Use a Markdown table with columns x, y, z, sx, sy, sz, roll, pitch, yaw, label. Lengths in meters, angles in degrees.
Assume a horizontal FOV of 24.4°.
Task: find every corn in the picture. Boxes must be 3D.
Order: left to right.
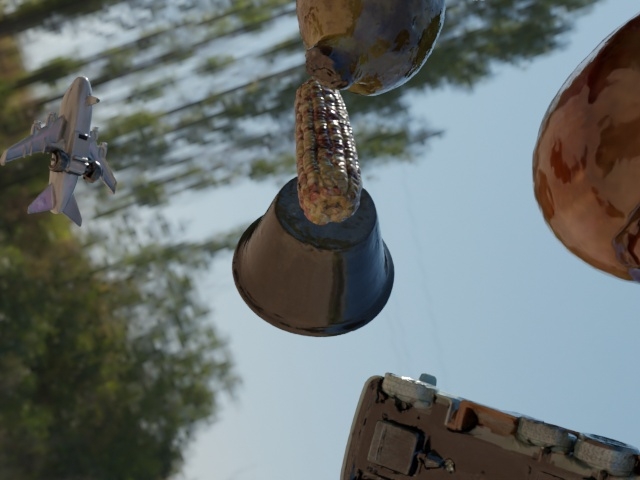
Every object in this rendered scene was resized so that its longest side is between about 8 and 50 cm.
| x | y | z | sx | sy | sz | roll | pitch | yaw | label |
| --- | --- | --- | --- | --- | --- | --- | --- | --- | --- |
| 0.003 | -0.112 | 1.757 | 0.237 | 0.079 | 0.079 | -100 | 180 | -46 | corn |

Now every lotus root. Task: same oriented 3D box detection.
| x | y | z | sx | sy | sz | roll | pitch | yaw | label |
| --- | --- | --- | --- | --- | --- | --- | --- | --- | --- |
| 0.039 | -0.188 | 1.240 | 0.214 | 0.138 | 0.138 | -72 | 157 | -49 | lotus root |

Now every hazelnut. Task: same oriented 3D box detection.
| x | y | z | sx | sy | sz | roll | pitch | yaw | label |
| --- | --- | --- | --- | --- | --- | --- | --- | --- | --- |
| 0.413 | -0.098 | 1.645 | 0.372 | 0.372 | 0.316 | 132 | -32 | -77 | hazelnut |

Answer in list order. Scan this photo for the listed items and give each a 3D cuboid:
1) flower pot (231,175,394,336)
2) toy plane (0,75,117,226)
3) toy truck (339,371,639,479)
| x | y | z | sx | sy | sz | roll | pitch | yaw | label |
| --- | --- | --- | --- | --- | --- | --- | --- | --- | --- |
| 0.000 | 0.000 | 2.066 | 0.148 | 0.235 | 0.235 | 103 | -34 | -52 | flower pot |
| -0.291 | -0.107 | 1.722 | 0.065 | 0.162 | 0.171 | 15 | -91 | 45 | toy plane |
| 0.170 | 0.214 | 1.359 | 0.338 | 0.184 | 0.133 | 15 | -89 | 35 | toy truck |
